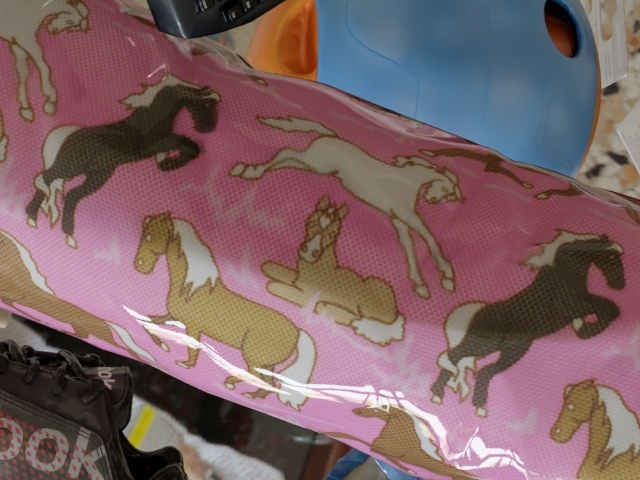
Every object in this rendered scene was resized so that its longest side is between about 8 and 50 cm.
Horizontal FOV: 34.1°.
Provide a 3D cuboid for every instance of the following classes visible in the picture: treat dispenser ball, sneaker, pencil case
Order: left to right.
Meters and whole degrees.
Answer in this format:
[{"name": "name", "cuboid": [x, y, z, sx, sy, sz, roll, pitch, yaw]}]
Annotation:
[{"name": "sneaker", "cuboid": [-0.187, 0.097, 0.610, 0.135, 0.097, 0.276, -45, 106, -2]}, {"name": "pencil case", "cuboid": [0.000, 0.000, 0.453, 0.386, 0.160, 0.167, 22, 63, 8]}, {"name": "treat dispenser ball", "cuboid": [0.082, -0.120, 0.854, 0.288, 0.288, 0.288, -1, 88, 35]}]

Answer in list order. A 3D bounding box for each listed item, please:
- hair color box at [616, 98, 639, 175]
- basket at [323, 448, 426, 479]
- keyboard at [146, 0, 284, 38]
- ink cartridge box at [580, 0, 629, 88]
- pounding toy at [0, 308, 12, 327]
[{"name": "hair color box", "cuboid": [0.560, -0.213, 1.402, 0.185, 0.110, 0.338, -96, 30, -50]}, {"name": "basket", "cuboid": [0.080, 0.244, 1.195, 0.201, 0.255, 0.289, -41, 99, 0]}, {"name": "keyboard", "cuboid": [-0.052, -0.146, 0.318, 0.038, 0.100, 0.192, 34, 152, 48]}, {"name": "ink cartridge box", "cuboid": [0.282, -0.219, 1.195, 0.225, 0.056, 0.180, -26, 57, 55]}, {"name": "pounding toy", "cuboid": [-0.275, -0.042, 1.044, 0.154, 0.155, 0.269, 14, 83, 60]}]
